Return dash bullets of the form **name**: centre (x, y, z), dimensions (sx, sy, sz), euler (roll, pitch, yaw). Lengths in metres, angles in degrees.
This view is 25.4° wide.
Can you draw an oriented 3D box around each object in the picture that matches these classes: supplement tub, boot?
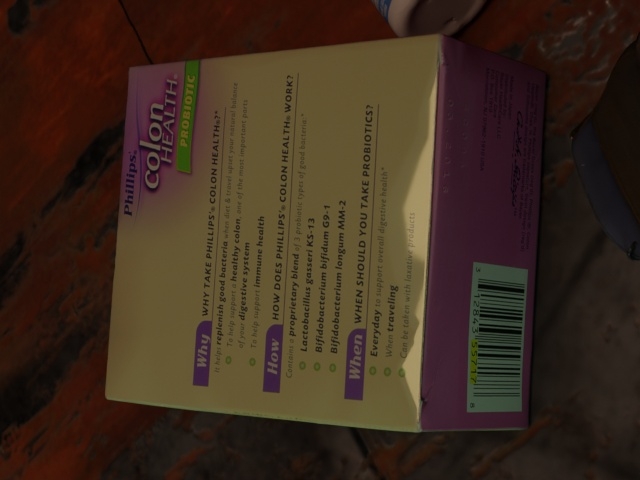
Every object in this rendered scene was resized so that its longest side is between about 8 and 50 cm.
- **supplement tub**: centre (0.050, -0.178, 0.868), dimensions (0.071, 0.071, 0.107), euler (-48, 58, 24)
- **boot**: centre (0.212, -0.008, 0.732), dimensions (0.106, 0.082, 0.219), euler (-49, 59, 50)

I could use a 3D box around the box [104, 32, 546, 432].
- **box**: centre (0.000, 0.000, 0.857), dimensions (0.243, 0.117, 0.214), euler (0, 85, 38)
